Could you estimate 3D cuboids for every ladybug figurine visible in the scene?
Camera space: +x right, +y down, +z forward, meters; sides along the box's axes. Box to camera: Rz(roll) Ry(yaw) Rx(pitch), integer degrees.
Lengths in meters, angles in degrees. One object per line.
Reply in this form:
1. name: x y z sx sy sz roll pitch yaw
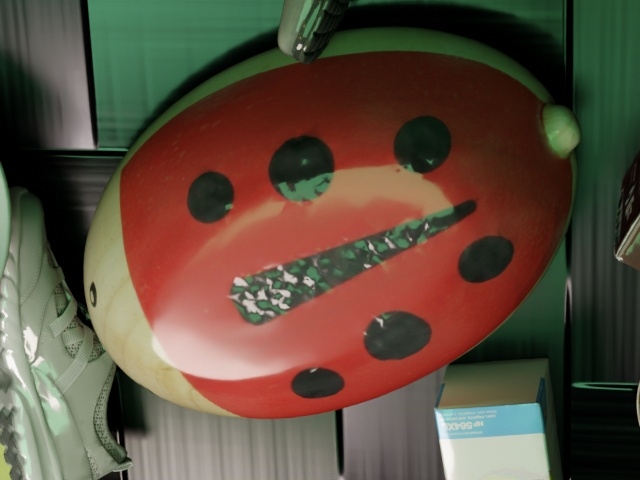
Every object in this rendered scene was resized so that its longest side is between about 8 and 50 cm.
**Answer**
1. ladybug figurine: 0.000 0.000 1.568 0.449 0.162 0.305 -28 104 19

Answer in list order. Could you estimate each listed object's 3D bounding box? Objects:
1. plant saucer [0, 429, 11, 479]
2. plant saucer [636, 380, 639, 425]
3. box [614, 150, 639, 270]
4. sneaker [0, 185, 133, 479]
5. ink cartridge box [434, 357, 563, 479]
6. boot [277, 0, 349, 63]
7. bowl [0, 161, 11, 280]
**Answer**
1. plant saucer: -0.359 0.222 1.793 0.241 0.037 0.241 4 113 9
2. plant saucer: 0.349 0.133 1.626 0.168 0.029 0.168 4 113 9
3. box: 0.352 -0.035 1.483 0.203 0.168 0.167 28 113 0
4. sneaker: -0.233 0.086 1.701 0.115 0.105 0.281 -13 106 -23
5. ink cartridge box: 0.154 0.184 1.649 0.090 0.092 0.143 -5 110 13
6. boot: -0.040 -0.269 1.502 0.161 0.083 0.246 15 93 8
7. bowl: -0.404 0.000 1.630 0.298 0.134 0.297 1 75 -5
